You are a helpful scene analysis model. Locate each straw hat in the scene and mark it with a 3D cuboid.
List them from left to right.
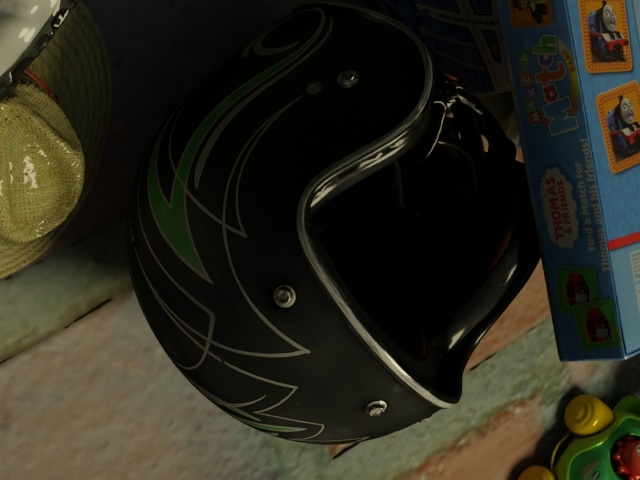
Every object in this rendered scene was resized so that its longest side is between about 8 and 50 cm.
[{"bbox_3d":[-0.124,-0.034,0.719,0.144,0.061,0.144,-18,123,-30],"label":"straw hat"}]

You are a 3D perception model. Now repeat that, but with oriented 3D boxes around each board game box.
[{"bbox_3d":[0.141,-0.069,0.792,0.160,0.039,0.211,-16,98,-48],"label":"board game box"}]

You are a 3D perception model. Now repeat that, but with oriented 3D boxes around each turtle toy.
[{"bbox_3d":[0.177,0.130,1.044,0.095,0.066,0.130,36,88,-44],"label":"turtle toy"}]

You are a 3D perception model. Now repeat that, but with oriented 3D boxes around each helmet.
[{"bbox_3d":[0.000,0.000,0.760,0.161,0.169,0.169,-57,134,-9],"label":"helmet"}]

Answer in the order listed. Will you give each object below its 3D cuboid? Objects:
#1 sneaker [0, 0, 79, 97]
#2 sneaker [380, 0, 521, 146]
[{"bbox_3d":[-0.092,-0.176,0.649,0.108,0.100,0.271,33,81,-14],"label":"sneaker"},{"bbox_3d":[0.059,-0.110,0.814,0.211,0.080,0.081,31,88,-43],"label":"sneaker"}]
